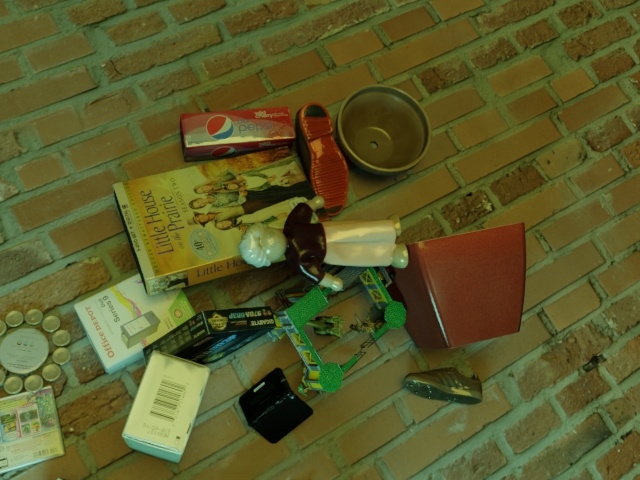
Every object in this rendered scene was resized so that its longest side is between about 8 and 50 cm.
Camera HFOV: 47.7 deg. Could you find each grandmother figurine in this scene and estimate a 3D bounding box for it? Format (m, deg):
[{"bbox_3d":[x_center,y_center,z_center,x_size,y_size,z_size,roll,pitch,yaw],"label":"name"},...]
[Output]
[{"bbox_3d":[0.000,0.000,1.482,0.342,0.104,0.207,-3,57,-20],"label":"grandmother figurine"}]

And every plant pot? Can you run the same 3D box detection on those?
[{"bbox_3d":[0.146,-0.257,1.787,0.237,0.110,0.237,4,70,-10],"label":"plant pot"},{"bbox_3d":[0.302,0.111,1.624,0.267,0.267,0.235,-10,86,-16],"label":"plant pot"}]

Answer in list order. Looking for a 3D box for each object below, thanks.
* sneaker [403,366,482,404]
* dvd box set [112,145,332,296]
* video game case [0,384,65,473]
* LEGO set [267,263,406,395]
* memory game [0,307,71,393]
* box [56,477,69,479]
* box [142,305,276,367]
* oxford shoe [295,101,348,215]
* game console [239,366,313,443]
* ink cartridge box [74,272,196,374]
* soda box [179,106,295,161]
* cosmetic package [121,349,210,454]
[{"bbox_3d":[0.276,0.320,1.642,0.188,0.066,0.071,17,51,-12],"label":"sneaker"},{"bbox_3d":[-0.215,-0.057,1.596,0.420,0.062,0.307,-14,49,-18],"label":"dvd box set"},{"bbox_3d":[-0.602,0.378,1.440,0.157,0.019,0.143,-13,73,-16],"label":"video game case"},{"bbox_3d":[0.006,0.171,1.592,0.331,0.192,0.255,-47,109,-29],"label":"LEGO set"},{"bbox_3d":[-0.607,0.226,1.488,0.186,0.012,0.186,5,63,-10],"label":"memory game"},{"bbox_3d":[-0.388,0.561,1.341,0.290,0.169,0.087,35,67,1],"label":"box"},{"bbox_3d":[-0.223,0.196,1.451,0.175,0.220,0.051,2,63,-48],"label":"box"},{"bbox_3d":[-0.001,-0.192,1.748,0.097,0.098,0.271,-11,92,-21],"label":"oxford shoe"},{"bbox_3d":[-0.095,0.349,1.535,0.122,0.071,0.107,-41,51,12],"label":"game console"},{"bbox_3d":[-0.386,0.162,1.526,0.212,0.093,0.154,-27,78,-18],"label":"ink cartridge box"},{"bbox_3d":[-0.198,-0.253,1.724,0.263,0.083,0.092,-8,72,-15],"label":"soda box"},{"bbox_3d":[-0.290,0.324,1.372,0.113,0.309,0.160,19,67,-6],"label":"cosmetic package"}]
